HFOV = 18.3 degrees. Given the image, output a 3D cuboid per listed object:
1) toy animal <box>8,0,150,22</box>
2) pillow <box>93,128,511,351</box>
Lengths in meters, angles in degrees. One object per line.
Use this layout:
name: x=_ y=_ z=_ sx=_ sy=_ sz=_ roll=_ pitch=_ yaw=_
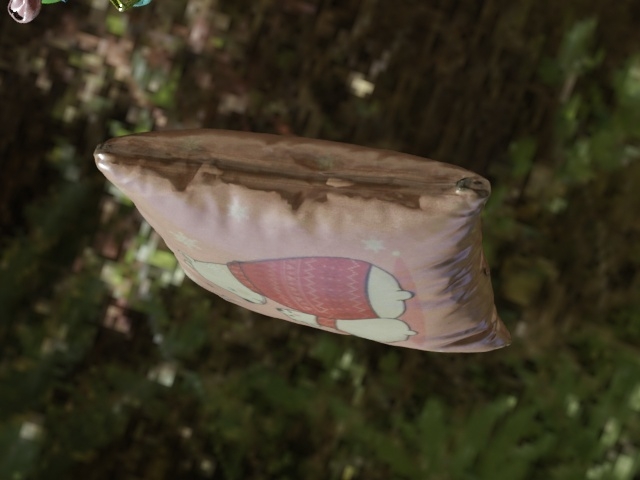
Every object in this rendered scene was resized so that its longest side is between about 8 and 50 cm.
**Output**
toy animal: x=-0.133 y=-0.192 z=1.284 sx=0.103 sy=0.100 sz=0.208 roll=22 pitch=155 yaw=-33
pillow: x=0.000 y=0.000 z=1.169 sx=0.223 sy=0.084 sz=0.236 roll=8 pitch=162 yaw=14
